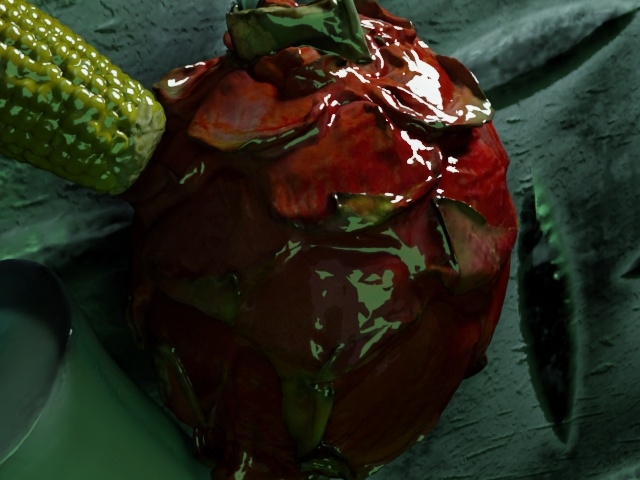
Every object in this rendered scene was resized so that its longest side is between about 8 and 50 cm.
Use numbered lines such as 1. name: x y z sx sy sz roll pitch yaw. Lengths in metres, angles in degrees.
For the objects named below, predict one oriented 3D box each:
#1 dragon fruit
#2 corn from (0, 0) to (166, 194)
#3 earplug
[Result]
1. dragon fruit: 0.000 0.000 0.869 0.278 0.277 0.342 -15 113 -30
2. corn: -0.215 -0.114 0.750 0.262 0.097 0.097 30 87 -11
3. earplug: -0.157 0.176 0.898 0.185 0.185 0.324 -49 134 -11
